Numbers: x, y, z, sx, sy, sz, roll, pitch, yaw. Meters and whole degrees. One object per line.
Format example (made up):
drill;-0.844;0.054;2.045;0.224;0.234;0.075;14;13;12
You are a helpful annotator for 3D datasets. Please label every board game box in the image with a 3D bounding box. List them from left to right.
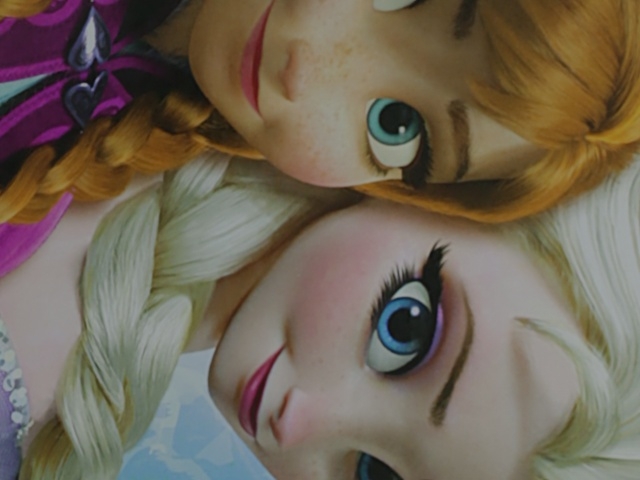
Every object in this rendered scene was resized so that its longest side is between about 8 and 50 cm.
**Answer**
board game box;0.000;0.000;0.380;0.318;0.066;0.319;-5;79;17
